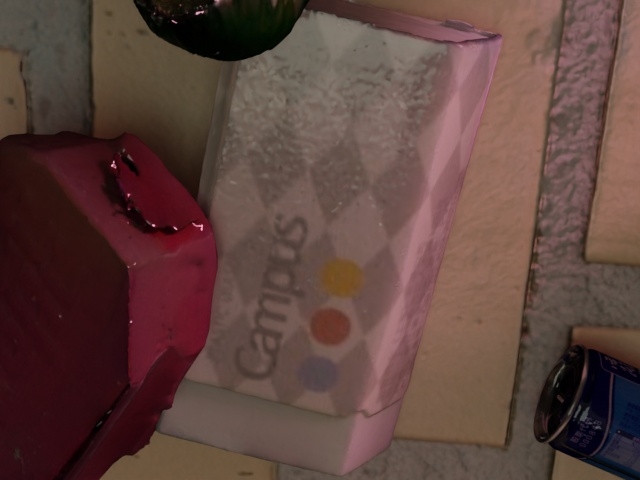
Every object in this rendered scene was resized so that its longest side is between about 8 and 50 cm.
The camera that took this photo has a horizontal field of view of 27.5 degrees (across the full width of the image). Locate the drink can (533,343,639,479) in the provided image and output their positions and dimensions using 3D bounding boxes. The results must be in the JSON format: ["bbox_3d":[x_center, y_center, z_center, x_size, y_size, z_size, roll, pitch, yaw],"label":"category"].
[{"bbox_3d":[0.309,0.177,1.126,0.235,0.097,0.097,23,112,-5],"label":"drink can"}]

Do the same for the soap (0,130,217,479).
[{"bbox_3d":[-0.209,0.065,1.061,0.220,0.127,0.325,44,120,9],"label":"soap"}]

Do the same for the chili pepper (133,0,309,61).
[{"bbox_3d":[-0.055,-0.237,0.934,0.116,0.264,0.148,12,154,40],"label":"chili pepper"}]

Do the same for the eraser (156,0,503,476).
[{"bbox_3d":[0.000,0.000,1.083,0.213,0.082,0.397,14,113,1],"label":"eraser"}]
